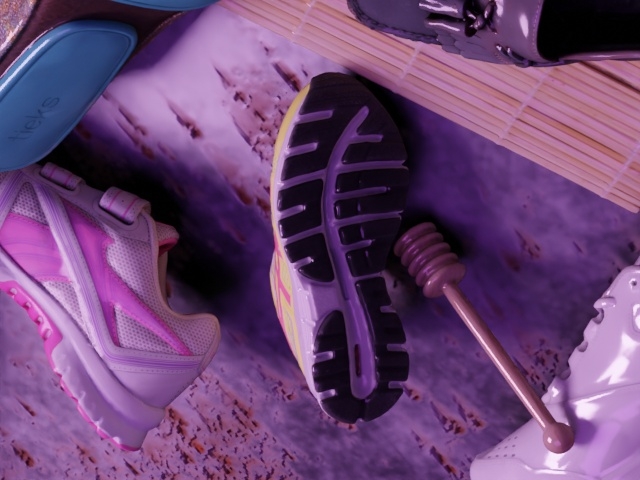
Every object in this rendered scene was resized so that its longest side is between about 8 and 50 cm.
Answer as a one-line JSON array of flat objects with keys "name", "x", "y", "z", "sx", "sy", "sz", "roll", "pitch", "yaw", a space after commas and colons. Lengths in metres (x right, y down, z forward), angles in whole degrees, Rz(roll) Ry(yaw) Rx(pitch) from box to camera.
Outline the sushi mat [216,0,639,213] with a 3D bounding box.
[{"name": "sushi mat", "x": 0.064, "y": -0.137, "z": 0.945, "sx": 0.316, "sy": 0.019, "sz": 0.151, "roll": 27, "pitch": 130, "yaw": 4}]

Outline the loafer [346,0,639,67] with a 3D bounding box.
[{"name": "loafer", "x": 0.129, "y": -0.127, "z": 0.846, "sx": 0.267, "sy": 0.084, "sz": 0.096, "roll": -1, "pitch": 138, "yaw": 24}]

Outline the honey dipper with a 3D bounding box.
[{"name": "honey dipper", "x": 0.098, "y": 0.057, "z": 1.006, "sx": 0.160, "sy": 0.030, "sz": 0.030, "roll": 54, "pitch": 134, "yaw": 25}]

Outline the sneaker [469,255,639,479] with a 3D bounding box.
[{"name": "sneaker", "x": 0.197, "y": 0.071, "z": 0.998, "sx": 0.297, "sy": 0.111, "sz": 0.129, "roll": -35, "pitch": 89, "yaw": 33}]

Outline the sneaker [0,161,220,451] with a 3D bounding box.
[{"name": "sneaker", "x": -0.152, "y": 0.003, "z": 1.091, "sx": 0.111, "sy": 0.103, "sz": 0.252, "roll": -36, "pitch": 91, "yaw": -3}]

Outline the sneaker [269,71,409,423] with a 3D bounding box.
[{"name": "sneaker", "x": 0.000, "y": 0.000, "z": 1.030, "sx": 0.081, "sy": 0.094, "sz": 0.208, "roll": -7, "pitch": 109, "yaw": -19}]

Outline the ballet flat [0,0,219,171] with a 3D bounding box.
[{"name": "ballet flat", "x": -0.113, "y": -0.160, "z": 0.936, "sx": 0.123, "sy": 0.123, "sz": 0.348, "roll": 46, "pitch": 131, "yaw": -12}]
